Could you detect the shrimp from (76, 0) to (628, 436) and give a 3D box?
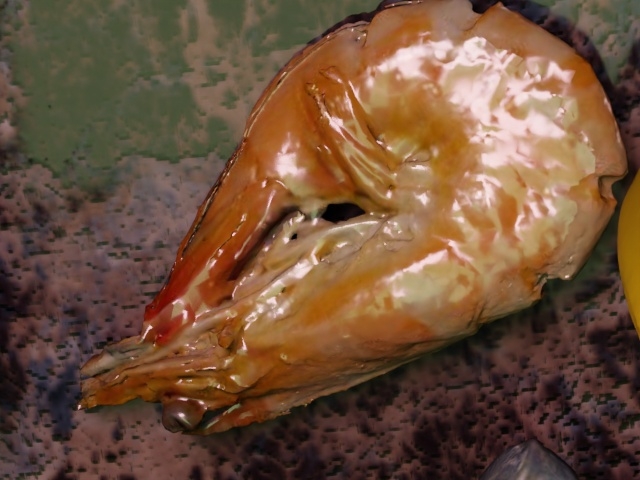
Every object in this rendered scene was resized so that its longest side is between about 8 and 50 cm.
[{"bbox_3d":[0.000,0.000,0.913,0.294,0.062,0.154,-33,90,13],"label":"shrimp"}]

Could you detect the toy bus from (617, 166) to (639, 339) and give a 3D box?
[{"bbox_3d":[0.300,-0.127,0.755,0.249,0.209,0.440,25,111,-2],"label":"toy bus"}]

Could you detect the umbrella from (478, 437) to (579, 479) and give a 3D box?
[{"bbox_3d":[0.212,0.202,0.935,0.349,0.094,0.143,35,90,-12],"label":"umbrella"}]
